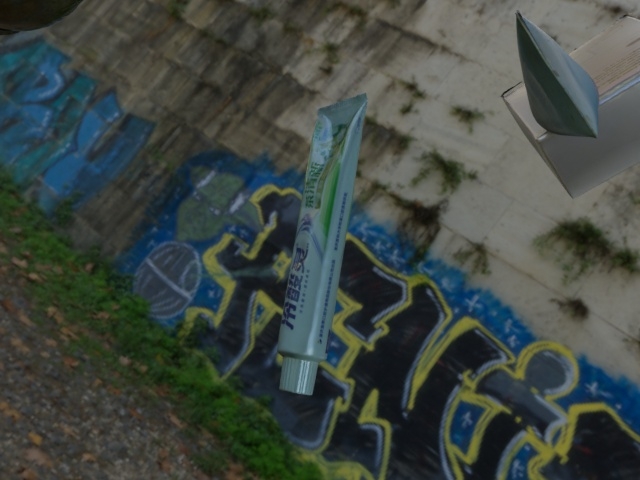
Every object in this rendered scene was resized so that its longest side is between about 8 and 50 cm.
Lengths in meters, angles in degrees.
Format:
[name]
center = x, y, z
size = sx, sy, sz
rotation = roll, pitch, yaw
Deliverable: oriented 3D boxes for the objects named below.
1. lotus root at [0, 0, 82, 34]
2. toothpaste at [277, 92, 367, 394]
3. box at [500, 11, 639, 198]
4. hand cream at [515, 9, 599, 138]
[lotus root]
center = -0.409, -0.373, 0.835
size = 0.267, 0.260, 0.149
rotation = 31, 32, -29
[toothpaste]
center = 0.000, 0.000, 0.663
size = 0.048, 0.297, 0.074
rotation = 19, -15, -38
[box]
center = 0.366, -0.184, 0.881
size = 0.106, 0.203, 0.252
rotation = 54, 17, -16
[hand cream]
center = 0.223, -0.133, 0.631
size = 0.111, 0.070, 0.312
rotation = 61, 24, 6
